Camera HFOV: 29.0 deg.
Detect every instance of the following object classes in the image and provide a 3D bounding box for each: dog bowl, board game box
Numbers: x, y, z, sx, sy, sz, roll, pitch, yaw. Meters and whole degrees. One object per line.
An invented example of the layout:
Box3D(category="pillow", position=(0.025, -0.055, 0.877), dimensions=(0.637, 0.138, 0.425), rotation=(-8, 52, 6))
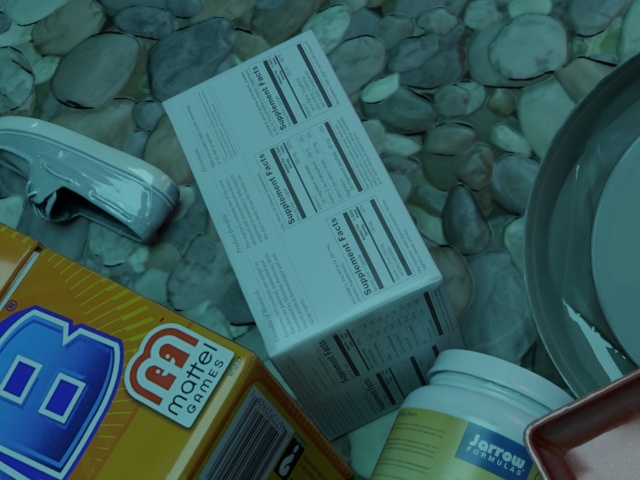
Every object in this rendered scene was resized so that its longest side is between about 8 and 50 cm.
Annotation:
Box3D(category="dog bowl", position=(0.334, 0.008, 0.930), dimensions=(0.348, 0.102, 0.349), rotation=(0, 90, 24))
Box3D(category="board game box", position=(-0.225, 0.224, 0.912), dimensions=(0.356, 0.356, 0.356), rotation=(24, 72, 25))

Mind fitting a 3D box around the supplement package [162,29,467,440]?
Box3D(category="supplement package", position=(0.000, 0.000, 1.046), dimensions=(0.145, 0.204, 0.262), rotation=(-25, 60, 1))

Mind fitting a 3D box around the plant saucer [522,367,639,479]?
Box3D(category="plant saucer", position=(0.304, 0.185, 0.809), dimensions=(0.258, 0.048, 0.259), rotation=(-26, 69, -1))

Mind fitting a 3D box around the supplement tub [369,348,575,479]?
Box3D(category="supplement tub", position=(0.108, 0.199, 0.947), dimensions=(0.144, 0.144, 0.200), rotation=(17, 71, 24))

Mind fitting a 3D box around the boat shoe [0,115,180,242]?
Box3D(category="boat shoe", position=(-0.251, -0.058, 1.223), dimensions=(0.227, 0.079, 0.081), rotation=(19, 67, 21))
